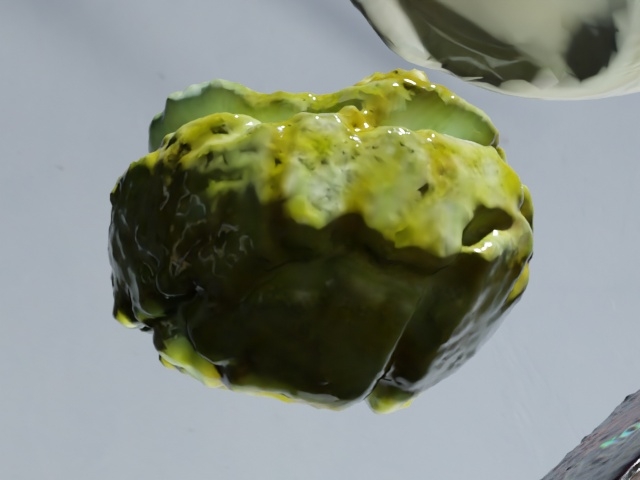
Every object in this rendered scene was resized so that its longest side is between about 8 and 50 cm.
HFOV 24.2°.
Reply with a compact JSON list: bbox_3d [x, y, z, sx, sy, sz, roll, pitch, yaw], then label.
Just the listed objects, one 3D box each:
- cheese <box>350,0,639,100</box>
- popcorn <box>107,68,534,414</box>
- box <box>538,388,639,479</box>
[{"bbox_3d":[0.082,-0.173,0.382,0.127,0.266,0.233,23,61,40],"label":"cheese"},{"bbox_3d":[0.000,0.000,0.779,0.221,0.204,0.184,-3,83,-4],"label":"popcorn"},{"bbox_3d":[0.225,0.078,0.541,0.116,0.264,0.415,55,135,3],"label":"box"}]
